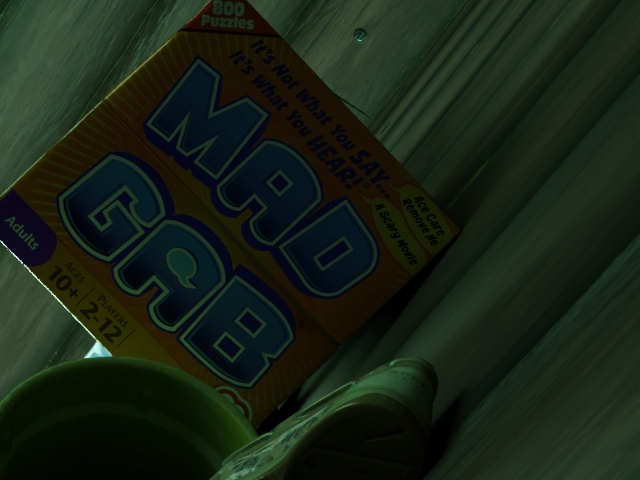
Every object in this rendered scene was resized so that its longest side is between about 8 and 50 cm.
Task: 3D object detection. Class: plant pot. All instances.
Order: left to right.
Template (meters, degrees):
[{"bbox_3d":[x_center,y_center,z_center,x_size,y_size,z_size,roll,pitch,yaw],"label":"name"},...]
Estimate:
[{"bbox_3d":[-0.204,0.295,1.270,0.276,0.276,0.254,-59,-5,-48],"label":"plant pot"}]

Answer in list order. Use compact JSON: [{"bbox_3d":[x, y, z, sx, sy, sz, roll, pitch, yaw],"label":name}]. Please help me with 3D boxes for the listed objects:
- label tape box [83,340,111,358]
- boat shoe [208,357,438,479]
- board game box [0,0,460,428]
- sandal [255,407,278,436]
[{"bbox_3d":[-0.310,0.280,2.279,0.334,0.240,0.106,-49,7,39],"label":"label tape box"},{"bbox_3d":[-0.014,0.188,1.014,0.285,0.104,0.089,-38,8,34],"label":"boat shoe"},{"bbox_3d":[-0.110,-0.027,1.551,0.356,0.356,0.356,-43,5,1],"label":"board game box"},{"bbox_3d":[-0.107,0.249,1.631,0.090,0.060,0.219,-51,6,30],"label":"sandal"}]
